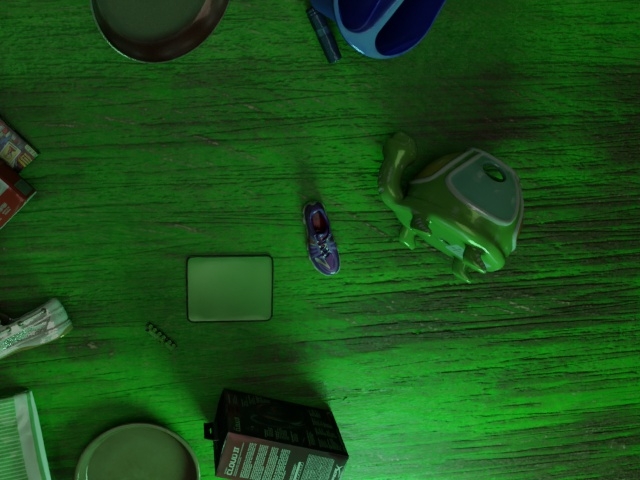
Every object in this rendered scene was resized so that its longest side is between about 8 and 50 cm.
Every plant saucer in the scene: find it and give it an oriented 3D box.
[{"bbox_3d":[-0.298,-0.485,1.530,0.310,0.050,0.311,-29,139,-29],"label":"plant saucer"},{"bbox_3d":[-0.409,0.528,1.842,0.277,0.041,0.278,-2,104,-9],"label":"plant saucer"}]

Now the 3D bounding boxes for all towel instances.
[{"bbox_3d":[-0.726,0.457,1.667,0.324,0.038,0.248,-11,82,-32],"label":"towel"},{"bbox_3d":[0.008,-0.417,1.657,0.029,0.067,0.120,-26,106,0],"label":"towel"}]

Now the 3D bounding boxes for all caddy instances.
[{"bbox_3d":[0.138,-0.516,1.559,0.241,0.179,0.341,26,97,-36],"label":"caddy"}]

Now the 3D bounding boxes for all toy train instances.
[{"bbox_3d":[-0.347,0.209,1.784,0.023,0.017,0.083,-43,106,14],"label":"toy train"}]

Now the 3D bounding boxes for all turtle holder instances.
[{"bbox_3d":[0.273,-0.079,1.721,0.320,0.243,0.228,29,81,25],"label":"turtle holder"}]

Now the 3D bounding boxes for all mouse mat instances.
[{"bbox_3d":[-0.197,0.106,1.787,0.189,0.007,0.153,0,104,-8],"label":"mouse mat"}]

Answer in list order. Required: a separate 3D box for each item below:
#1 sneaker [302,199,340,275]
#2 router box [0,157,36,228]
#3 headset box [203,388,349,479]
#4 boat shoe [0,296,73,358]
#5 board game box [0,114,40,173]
[{"bbox_3d":[0.000,0.000,1.758,0.068,0.071,0.170,-19,107,-4],"label":"sneaker"},{"bbox_3d":[-0.784,-0.078,1.592,0.335,0.082,0.301,-43,106,10],"label":"router box"},{"bbox_3d":[-0.107,0.431,1.772,0.293,0.218,0.110,15,101,-13],"label":"headset box"},{"bbox_3d":[-0.658,0.190,1.695,0.277,0.098,0.096,-21,101,-9],"label":"boat shoe"},{"bbox_3d":[-0.698,-0.218,1.617,0.136,0.030,0.260,-43,106,5],"label":"board game box"}]
